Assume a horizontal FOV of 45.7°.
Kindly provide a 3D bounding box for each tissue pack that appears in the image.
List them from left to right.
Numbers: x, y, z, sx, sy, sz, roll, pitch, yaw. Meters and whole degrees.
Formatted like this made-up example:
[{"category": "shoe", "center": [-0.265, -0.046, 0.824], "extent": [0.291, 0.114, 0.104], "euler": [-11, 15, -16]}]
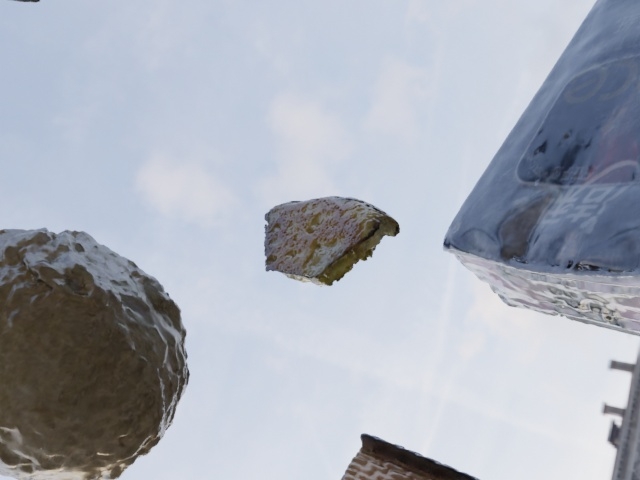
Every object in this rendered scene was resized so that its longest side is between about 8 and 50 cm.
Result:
[{"category": "tissue pack", "center": [0.270, -0.102, 0.541], "extent": [0.122, 0.259, 0.361], "euler": [39, -101, -20]}]

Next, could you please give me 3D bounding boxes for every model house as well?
[{"category": "model house", "center": [0.093, 0.313, 0.827], "extent": [0.172, 0.166, 0.183], "euler": [-49, -27, -61]}]

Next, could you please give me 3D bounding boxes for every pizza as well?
[{"category": "pizza", "center": [0.000, 0.000, 0.713], "extent": [0.036, 0.160, 0.099], "euler": [46, -118, -37]}]

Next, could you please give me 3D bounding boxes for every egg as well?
[{"category": "egg", "center": [-0.291, 0.126, 0.833], "extent": [0.279, 0.310, 0.279], "euler": [-50, -13, -16]}]

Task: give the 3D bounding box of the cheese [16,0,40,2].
[{"category": "cheese", "center": [-0.399, -0.319, 0.832], "extent": [0.037, 0.192, 0.097], "euler": [-64, -5, 18]}]
